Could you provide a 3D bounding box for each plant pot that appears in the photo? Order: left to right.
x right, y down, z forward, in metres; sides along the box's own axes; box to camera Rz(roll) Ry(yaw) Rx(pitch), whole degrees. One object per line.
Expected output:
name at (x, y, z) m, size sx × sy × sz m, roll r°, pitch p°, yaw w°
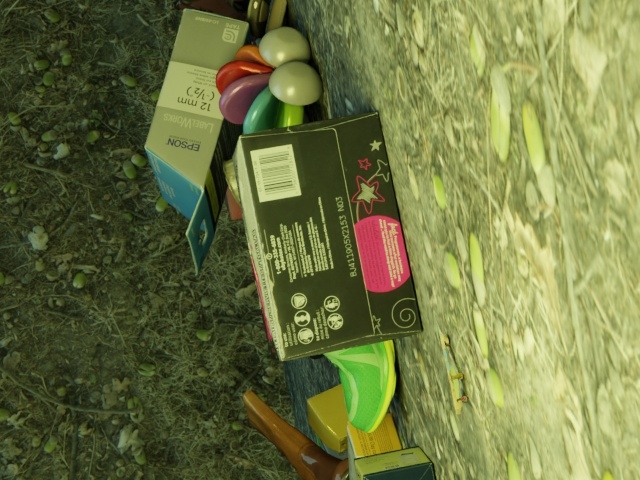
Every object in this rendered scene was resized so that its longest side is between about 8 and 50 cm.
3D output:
plant pot at (0.033, 0.296, 1.955) m, size 0.083 × 0.081 × 0.081 m, roll 56°, pitch 161°, yaw 36°

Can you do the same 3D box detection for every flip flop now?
flip flop at (-0.121, -0.417, 1.945) m, size 0.277 × 0.080 × 0.112 m, roll -100°, pitch 20°, yaw -53°

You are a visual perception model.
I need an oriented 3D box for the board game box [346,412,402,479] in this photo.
board game box at (0.098, 0.427, 1.662) m, size 0.316 × 0.064 × 0.242 m, roll 86°, pitch 170°, yaw -50°

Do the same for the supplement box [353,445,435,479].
supplement box at (0.089, 0.286, 1.414) m, size 0.083 × 0.083 × 0.056 m, roll -145°, pitch 46°, yaw -82°

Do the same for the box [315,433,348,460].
box at (0.056, 0.521, 2.218) m, size 0.232 × 0.058 × 0.322 m, roll -138°, pitch 39°, yaw -79°

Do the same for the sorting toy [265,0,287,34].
sorting toy at (-0.083, -0.271, 1.948) m, size 0.208 × 0.038 × 0.193 m, roll 112°, pitch 170°, yaw -72°

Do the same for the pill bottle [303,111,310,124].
pill bottle at (-0.058, -0.162, 1.942) m, size 0.137 × 0.078 × 0.078 m, roll 100°, pitch 158°, yaw -73°

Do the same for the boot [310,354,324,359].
boot at (-0.015, 0.151, 2.258) m, size 0.099 × 0.045 × 0.121 m, roll -123°, pitch 30°, yaw -67°

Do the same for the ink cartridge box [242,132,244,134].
ink cartridge box at (-0.121, -0.244, 2.155) m, size 0.052 × 0.122 × 0.088 m, roll 91°, pitch 166°, yaw -63°

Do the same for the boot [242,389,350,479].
boot at (-0.017, 0.332, 1.923) m, size 0.280 × 0.096 × 0.264 m, roll 44°, pitch 171°, yaw 25°

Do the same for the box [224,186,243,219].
box at (-0.155, -0.182, 2.541) m, size 0.148 × 0.127 × 0.232 m, roll -115°, pitch 15°, yaw -66°

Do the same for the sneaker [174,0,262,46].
sneaker at (-0.198, -0.433, 2.321) m, size 0.106 × 0.162 × 0.281 m, roll -111°, pitch 12°, yaw -57°

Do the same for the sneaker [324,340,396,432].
sneaker at (0.022, 0.100, 1.499) m, size 0.109 × 0.123 × 0.295 m, roll -129°, pitch 27°, yaw -75°

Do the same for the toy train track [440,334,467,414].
toy train track at (0.127, 0.125, 1.132) m, size 0.048 × 0.014 × 0.083 m, roll 76°, pitch -176°, yaw -52°

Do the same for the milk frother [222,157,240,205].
milk frother at (-0.057, -0.075, 1.821) m, size 0.129 × 0.135 × 0.143 m, roll 54°, pitch -162°, yaw -50°

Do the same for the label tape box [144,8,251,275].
label tape box at (-0.198, -0.147, 1.874) m, size 0.249 × 0.115 × 0.348 m, roll 94°, pitch -168°, yaw -74°

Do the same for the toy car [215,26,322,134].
toy car at (-0.082, -0.210, 1.719) m, size 0.159 × 0.136 × 0.182 m, roll 107°, pitch 154°, yaw -46°

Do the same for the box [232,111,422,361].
box at (0.000, 0.000, 1.339) m, size 0.142 × 0.163 × 0.247 m, roll 142°, pitch 117°, yaw -81°
